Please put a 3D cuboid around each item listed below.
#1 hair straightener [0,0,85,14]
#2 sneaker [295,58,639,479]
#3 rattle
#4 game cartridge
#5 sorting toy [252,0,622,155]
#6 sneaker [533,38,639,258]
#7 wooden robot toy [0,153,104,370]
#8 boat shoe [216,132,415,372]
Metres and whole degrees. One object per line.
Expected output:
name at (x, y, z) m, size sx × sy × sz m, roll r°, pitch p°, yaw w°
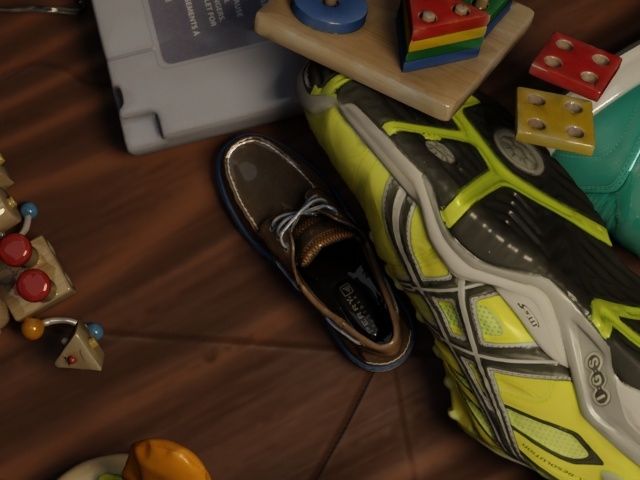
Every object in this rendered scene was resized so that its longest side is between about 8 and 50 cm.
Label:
hair straightener at (-0.242, -0.233, 1.258) m, size 0.089 × 0.047 × 0.230 m, roll -40°, pitch 87°, yaw 14°
sneaker at (0.107, 0.041, 1.133) m, size 0.385 × 0.145 × 0.147 m, roll 49°, pitch 124°, yaw 10°
rattle at (-0.145, 0.212, 1.118) m, size 0.199 × 0.143 × 0.130 m, roll -34°, pitch 99°, yaw -12°
game cartridge at (-0.067, -0.217, 1.241) m, size 0.196 × 0.060 × 0.294 m, roll -14°, pitch 80°, yaw 1°
sorting toy at (0.057, -0.141, 1.123) m, size 0.274 × 0.046 × 0.132 m, roll 27°, pitch 42°, yaw 14°
sneaker at (0.295, -0.078, 1.174) m, size 0.295 × 0.124 × 0.178 m, roll -34°, pitch 76°, yaw 2°
wooden robot toy at (-0.207, 0.025, 1.188) m, size 0.079 × 0.076 × 0.173 m, roll -31°, pitch 80°, yaw 5°
boat shoe at (0.000, 0.000, 1.190) m, size 0.066 × 0.066 × 0.183 m, roll -39°, pitch 82°, yaw -7°
